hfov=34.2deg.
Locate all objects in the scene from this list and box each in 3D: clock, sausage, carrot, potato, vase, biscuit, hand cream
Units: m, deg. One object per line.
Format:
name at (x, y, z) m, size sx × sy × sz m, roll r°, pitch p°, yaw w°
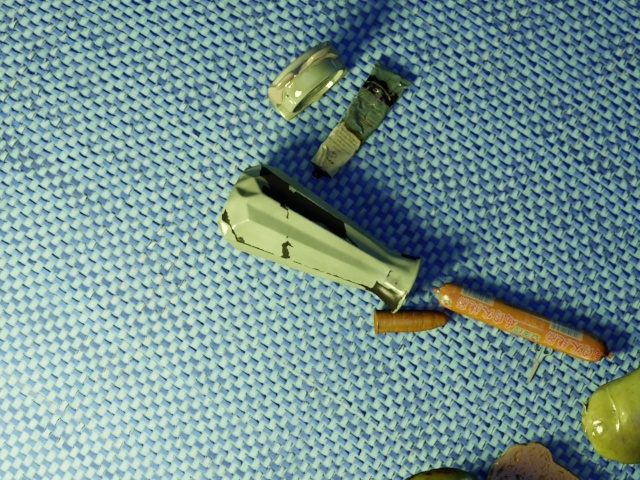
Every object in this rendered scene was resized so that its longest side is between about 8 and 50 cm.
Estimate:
clock at (-0.023, -0.288, 1.856) m, size 0.151 × 0.191 × 0.062 m, roll -39°, pitch 87°, yaw 1°
sausage at (0.370, 0.150, 1.902) m, size 0.348 × 0.053 × 0.053 m, roll 20°, pitch 89°, yaw 2°
carrot at (0.168, 0.148, 1.912) m, size 0.139 × 0.048 × 0.048 m, roll -2°, pitch 89°, yaw 1°
potato at (0.585, 0.298, 1.851) m, size 0.248 × 0.143 × 0.169 m, roll -33°, pitch 126°, yaw -4°
vase at (0.000, 0.000, 1.874) m, size 0.360 × 0.165 × 0.165 m, roll 27°, pitch 90°, yaw -1°
biscuit at (0.392, 0.476, 1.895) m, size 0.208 × 0.049 × 0.181 m, roll 40°, pitch 90°, yaw 3°
hand cream at (0.063, -0.216, 1.931) m, size 0.075 × 0.052 × 0.248 m, roll 38°, pitch 84°, yaw -20°

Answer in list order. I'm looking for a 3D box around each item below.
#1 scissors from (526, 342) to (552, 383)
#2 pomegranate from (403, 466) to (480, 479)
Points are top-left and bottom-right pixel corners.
scissors at (0.400, 0.227, 1.922) m, size 0.036 × 0.006 × 0.083 m, roll 24°, pitch 89°, yaw 1°
pomegranate at (0.236, 0.520, 1.830) m, size 0.286 × 0.231 × 0.231 m, roll 26°, pitch 90°, yaw -20°
